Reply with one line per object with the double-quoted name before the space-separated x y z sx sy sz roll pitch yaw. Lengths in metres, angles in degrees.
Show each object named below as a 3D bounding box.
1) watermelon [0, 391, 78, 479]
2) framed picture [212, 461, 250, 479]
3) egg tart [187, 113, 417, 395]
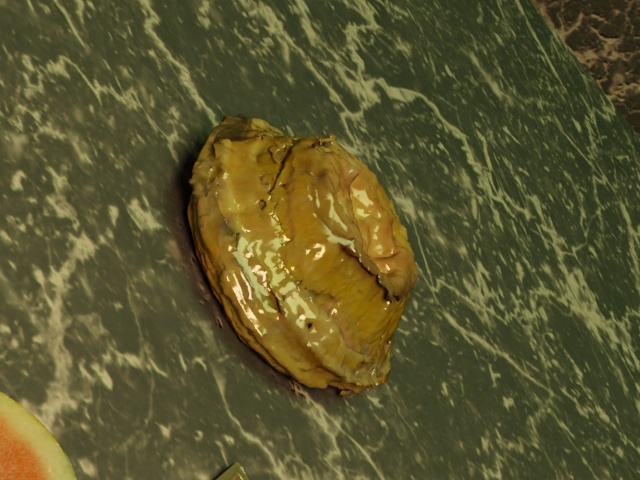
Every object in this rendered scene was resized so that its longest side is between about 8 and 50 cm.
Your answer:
"watermelon" -0.247 0.201 1.323 0.146 0.128 0.231 98 -32 -57
"framed picture" -0.037 0.380 1.599 0.335 0.022 0.247 57 26 -1
"egg tart" 0.000 0.000 1.943 0.352 0.150 0.352 43 30 -33
